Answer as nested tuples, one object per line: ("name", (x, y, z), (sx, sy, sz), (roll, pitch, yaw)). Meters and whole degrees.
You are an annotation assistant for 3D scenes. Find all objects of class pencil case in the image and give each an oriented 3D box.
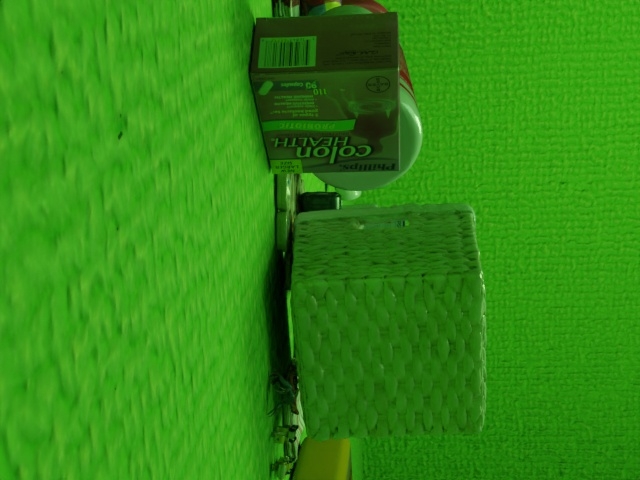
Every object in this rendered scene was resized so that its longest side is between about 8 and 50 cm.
("pencil case", (0.003, -0.516, 1.877), (0.236, 0.104, 0.104), (83, 8, -57))

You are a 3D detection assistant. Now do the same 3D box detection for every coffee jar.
("coffee jar", (0.000, 0.000, 1.628), (0.096, 0.079, 0.184), (-116, -154, -85))

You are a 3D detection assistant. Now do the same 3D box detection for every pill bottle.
("pill bottle", (0.065, -0.300, 1.695), (0.408, 0.229, 0.229), (-93, 179, -51))

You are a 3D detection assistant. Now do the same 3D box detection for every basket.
("basket", (0.118, 0.134, 1.471), (0.266, 0.328, 0.331), (-87, 174, -66))

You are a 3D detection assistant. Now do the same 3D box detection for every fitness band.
("fitness band", (0.090, -0.477, 2.173), (0.291, 0.209, 0.054), (83, 11, -45))

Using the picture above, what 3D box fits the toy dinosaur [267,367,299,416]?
("toy dinosaur", (-0.048, 0.236, 1.342), (0.082, 0.090, 0.047), (41, -38, 31))

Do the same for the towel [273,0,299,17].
("towel", (-0.061, -0.549, 1.527), (0.237, 0.037, 0.329), (-80, 170, -73))

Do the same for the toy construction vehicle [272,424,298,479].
("toy construction vehicle", (-0.063, 0.345, 1.401), (0.098, 0.035, 0.086), (-6, 107, -82))

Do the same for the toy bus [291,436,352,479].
("toy bus", (0.000, 0.490, 1.606), (0.333, 0.108, 0.130), (-63, 152, -78))

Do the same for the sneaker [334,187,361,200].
("sneaker", (0.071, -0.258, 2.504), (0.292, 0.108, 0.169), (-95, 175, -59))

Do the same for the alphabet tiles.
("alphabet tiles", (-0.053, -0.050, 1.589), (0.284, 0.021, 0.278), (-3, 94, -84))

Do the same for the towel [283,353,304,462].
("towel", (-0.043, 0.307, 1.603), (0.197, 0.029, 0.144), (-67, 156, -77))

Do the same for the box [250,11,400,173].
("box", (0.016, -0.221, 1.331), (0.243, 0.213, 0.117), (82, 9, -58))

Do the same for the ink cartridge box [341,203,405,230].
("ink cartridge box", (0.084, 0.009, 1.963), (0.223, 0.224, 0.045), (85, 7, -46))
